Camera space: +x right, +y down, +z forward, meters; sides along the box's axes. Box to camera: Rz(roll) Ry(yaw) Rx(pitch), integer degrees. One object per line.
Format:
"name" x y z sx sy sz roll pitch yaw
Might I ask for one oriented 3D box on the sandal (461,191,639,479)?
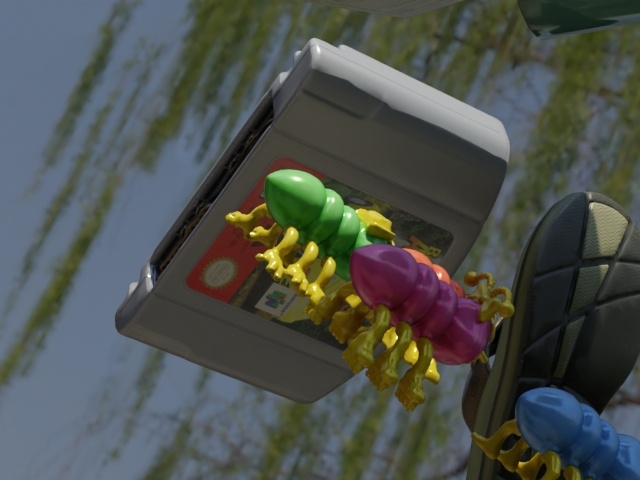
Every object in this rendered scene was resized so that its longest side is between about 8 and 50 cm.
"sandal" 0.140 0.106 1.177 0.120 0.302 0.086 25 -9 -35

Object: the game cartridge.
"game cartridge" 0.000 0.000 1.266 0.196 0.060 0.294 20 -55 -26

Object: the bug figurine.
"bug figurine" 0.066 0.047 0.929 0.216 0.072 0.279 35 5 -30

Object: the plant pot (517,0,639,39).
"plant pot" 0.210 -0.242 0.770 0.235 0.293 0.293 -1 -38 16

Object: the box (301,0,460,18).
"box" 0.032 -0.300 1.622 0.148 0.121 0.311 -13 -9 39
